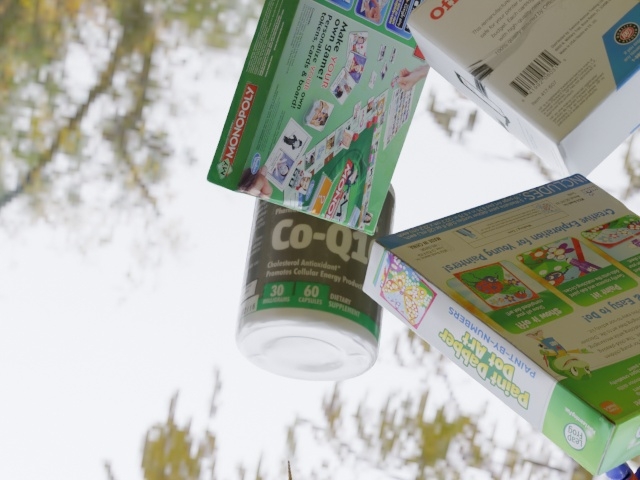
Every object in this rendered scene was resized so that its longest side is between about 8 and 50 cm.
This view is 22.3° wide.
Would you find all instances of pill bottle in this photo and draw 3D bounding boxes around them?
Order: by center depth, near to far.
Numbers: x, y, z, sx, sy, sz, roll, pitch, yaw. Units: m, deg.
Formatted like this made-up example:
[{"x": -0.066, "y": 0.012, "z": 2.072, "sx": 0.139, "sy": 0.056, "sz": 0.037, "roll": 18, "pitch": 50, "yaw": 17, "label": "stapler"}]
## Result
[{"x": 0.000, "y": 0.000, "z": 2.294, "sx": 0.204, "sy": 0.204, "sz": 0.361, "roll": 10, "pitch": -118, "yaw": -5, "label": "pill bottle"}]

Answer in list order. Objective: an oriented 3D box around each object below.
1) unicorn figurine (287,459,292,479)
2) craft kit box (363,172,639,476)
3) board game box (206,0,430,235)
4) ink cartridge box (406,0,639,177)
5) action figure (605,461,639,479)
[{"x": -0.031, "y": 0.362, "z": 2.048, "sx": 0.111, "sy": 0.162, "sz": 0.060, "roll": 18, "pitch": -148, "yaw": -34, "label": "unicorn figurine"}, {"x": 0.205, "y": 0.052, "z": 1.244, "sx": 0.250, "sy": 0.061, "sz": 0.247, "roll": -17, "pitch": -140, "yaw": -39, "label": "craft kit box"}, {"x": 0.024, "y": -0.178, "z": 1.546, "sx": 0.046, "sy": 0.317, "sz": 0.213, "roll": 20, "pitch": -178, "yaw": 39, "label": "board game box"}, {"x": 0.200, "y": -0.171, "z": 1.436, "sx": 0.203, "sy": 0.148, "sz": 0.086, "roll": 45, "pitch": 176, "yaw": 32, "label": "ink cartridge box"}, {"x": 0.407, "y": 0.267, "z": 2.073, "sx": 0.139, "sy": 0.280, "sz": 0.091, "roll": -24, "pitch": -169, "yaw": 11, "label": "action figure"}]
